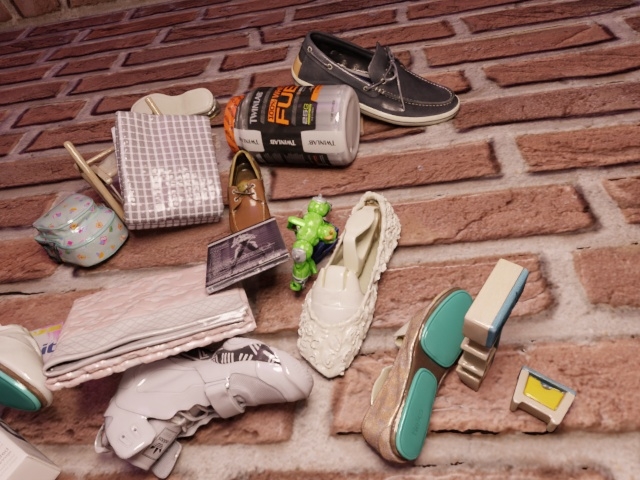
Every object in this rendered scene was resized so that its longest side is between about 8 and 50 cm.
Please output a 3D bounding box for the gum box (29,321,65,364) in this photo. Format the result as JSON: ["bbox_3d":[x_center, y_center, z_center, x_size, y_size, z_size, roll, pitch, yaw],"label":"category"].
[{"bbox_3d":[-0.607,0.250,0.867,0.188,0.062,0.107,-16,47,-2],"label":"gum box"}]

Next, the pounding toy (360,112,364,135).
[{"bbox_3d":[0.019,-0.404,1.285,0.236,0.110,0.183,0,49,14],"label":"pounding toy"}]

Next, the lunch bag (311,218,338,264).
[{"bbox_3d":[0.000,0.000,0.950,0.065,0.067,0.098,35,66,18],"label":"lunch bag"}]

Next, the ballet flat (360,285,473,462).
[{"bbox_3d":[0.155,0.202,0.714,0.106,0.107,0.316,-14,33,53],"label":"ballet flat"}]

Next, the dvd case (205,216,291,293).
[{"bbox_3d":[-0.154,0.022,0.871,0.164,0.018,0.221,-23,25,-4],"label":"dvd case"}]

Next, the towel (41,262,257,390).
[{"bbox_3d":[-0.308,0.129,0.800,0.331,0.054,0.317,-14,18,-16],"label":"towel"}]

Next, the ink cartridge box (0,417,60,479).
[{"bbox_3d":[-0.594,0.393,0.709,0.237,0.100,0.172,17,54,26],"label":"ink cartridge box"}]

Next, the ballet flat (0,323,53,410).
[{"bbox_3d":[-0.630,0.206,0.795,0.400,0.139,0.139,5,50,18],"label":"ballet flat"}]

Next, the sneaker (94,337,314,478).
[{"bbox_3d":[-0.198,0.278,0.705,0.365,0.137,0.210,1,49,21],"label":"sneaker"}]

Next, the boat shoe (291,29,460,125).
[{"bbox_3d":[0.164,-0.462,1.211,0.499,0.156,0.187,18,51,0],"label":"boat shoe"}]

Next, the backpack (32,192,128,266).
[{"bbox_3d":[-0.591,-0.025,1.062,0.188,0.144,0.166,17,48,22],"label":"backpack"}]

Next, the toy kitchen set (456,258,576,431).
[{"bbox_3d":[0.311,0.161,0.638,0.166,0.207,0.122,25,59,30],"label":"toy kitchen set"}]

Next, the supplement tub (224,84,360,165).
[{"bbox_3d":[-0.073,-0.310,1.155,0.337,0.207,0.207,4,50,17],"label":"supplement tub"}]

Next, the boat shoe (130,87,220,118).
[{"bbox_3d":[-0.491,-0.441,1.450,0.304,0.091,0.109,-5,84,11],"label":"boat shoe"}]

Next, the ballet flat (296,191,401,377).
[{"bbox_3d":[0.052,0.057,0.846,0.146,0.147,0.409,10,52,21],"label":"ballet flat"}]

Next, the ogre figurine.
[{"bbox_3d":[-0.020,-0.006,0.847,0.096,0.118,0.197,35,74,14],"label":"ogre figurine"}]

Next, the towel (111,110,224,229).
[{"bbox_3d":[-0.370,-0.178,1.039,0.234,0.121,0.284,-8,81,-23],"label":"towel"}]

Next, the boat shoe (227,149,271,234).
[{"bbox_3d":[-0.189,-0.104,1.063,0.110,0.104,0.307,-15,48,-4],"label":"boat shoe"}]

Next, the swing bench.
[{"bbox_3d":[-0.487,-0.196,1.155,0.253,0.165,0.255,-40,93,-24],"label":"swing bench"}]
